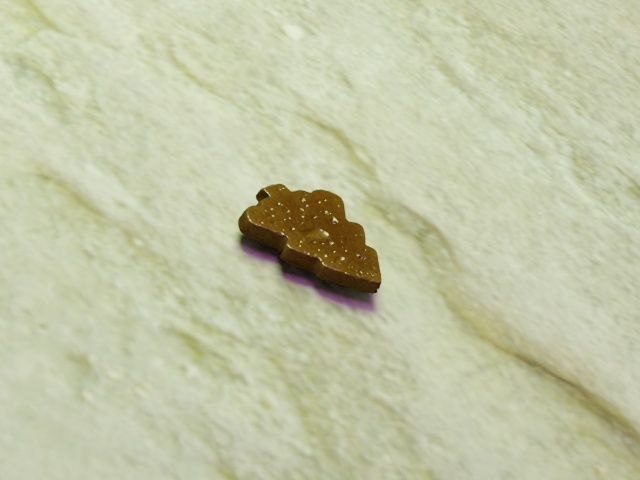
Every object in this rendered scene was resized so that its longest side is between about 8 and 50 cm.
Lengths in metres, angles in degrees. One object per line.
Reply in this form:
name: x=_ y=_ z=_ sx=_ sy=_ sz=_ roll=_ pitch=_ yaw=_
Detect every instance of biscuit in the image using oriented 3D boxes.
biscuit: x=0.000 y=0.000 z=1.017 sx=0.092 sy=0.016 sz=0.082 roll=42 pitch=33 yaw=21
